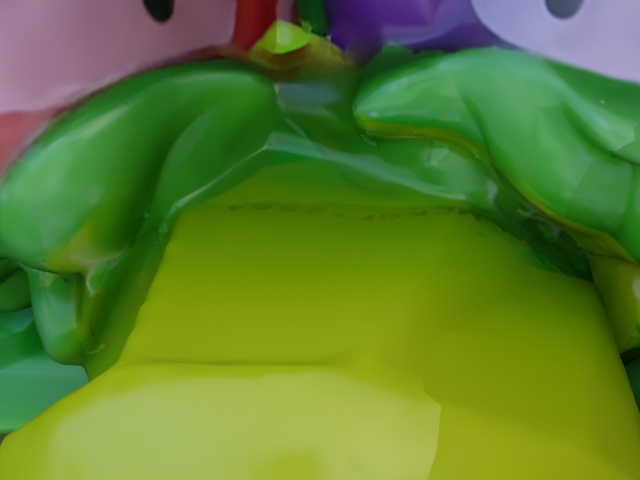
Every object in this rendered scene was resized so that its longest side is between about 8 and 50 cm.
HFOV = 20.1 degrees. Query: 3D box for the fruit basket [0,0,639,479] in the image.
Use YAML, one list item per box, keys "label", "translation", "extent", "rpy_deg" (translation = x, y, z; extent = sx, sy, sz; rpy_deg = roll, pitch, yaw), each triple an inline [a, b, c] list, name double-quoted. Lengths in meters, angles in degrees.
- label: "fruit basket"
  translation: [0.000, 0.000, 0.456]
  extent: [0.392, 0.283, 0.392]
  rpy_deg: [-4, 46, 4]
